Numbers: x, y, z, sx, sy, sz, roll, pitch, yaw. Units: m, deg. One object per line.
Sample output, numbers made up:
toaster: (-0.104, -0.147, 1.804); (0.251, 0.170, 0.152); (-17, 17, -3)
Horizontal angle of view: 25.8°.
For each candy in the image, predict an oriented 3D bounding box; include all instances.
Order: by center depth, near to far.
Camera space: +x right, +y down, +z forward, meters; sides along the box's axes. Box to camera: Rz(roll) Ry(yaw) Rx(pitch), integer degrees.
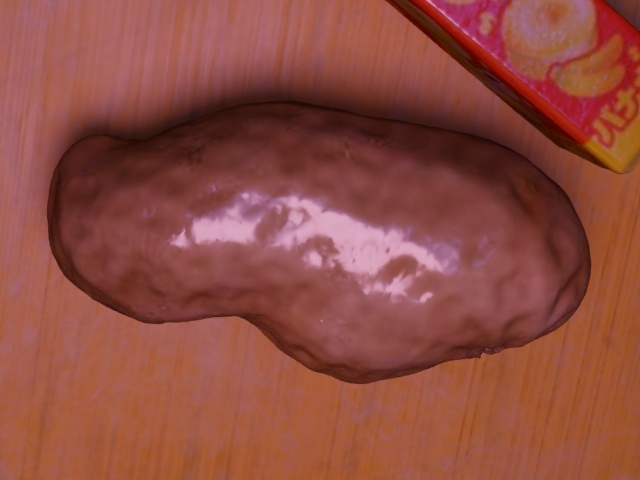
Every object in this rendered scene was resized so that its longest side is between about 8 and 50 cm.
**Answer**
candy: (0.119, -0.168, 0.978); (0.276, 0.146, 0.088); (37, 95, -13)

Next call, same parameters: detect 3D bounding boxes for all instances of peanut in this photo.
peanut: (0.000, 0.000, 0.995); (0.387, 0.169, 0.192); (9, 107, -5)
